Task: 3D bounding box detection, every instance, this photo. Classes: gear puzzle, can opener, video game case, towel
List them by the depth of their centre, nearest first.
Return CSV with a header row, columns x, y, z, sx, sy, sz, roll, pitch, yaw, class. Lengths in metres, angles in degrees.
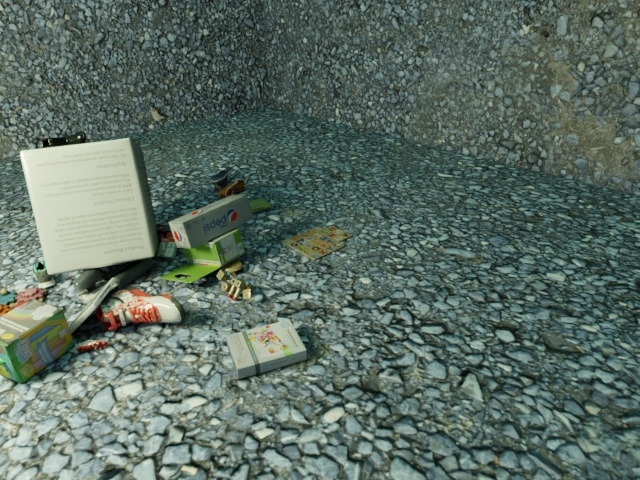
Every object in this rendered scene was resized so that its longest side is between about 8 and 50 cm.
x,y,z,sx,sy,sz,roll,pitch,yaw,class
-0.673,0.195,1.388,0.157,0.019,0.143,-41,20,20,video game case
-0.940,0.233,1.403,0.175,0.044,0.339,-9,28,-14,gear puzzle
-0.683,0.108,1.576,0.075,0.095,0.283,12,30,24,can opener
-0.301,-0.151,2.133,0.148,0.027,0.110,-17,30,-26,towel

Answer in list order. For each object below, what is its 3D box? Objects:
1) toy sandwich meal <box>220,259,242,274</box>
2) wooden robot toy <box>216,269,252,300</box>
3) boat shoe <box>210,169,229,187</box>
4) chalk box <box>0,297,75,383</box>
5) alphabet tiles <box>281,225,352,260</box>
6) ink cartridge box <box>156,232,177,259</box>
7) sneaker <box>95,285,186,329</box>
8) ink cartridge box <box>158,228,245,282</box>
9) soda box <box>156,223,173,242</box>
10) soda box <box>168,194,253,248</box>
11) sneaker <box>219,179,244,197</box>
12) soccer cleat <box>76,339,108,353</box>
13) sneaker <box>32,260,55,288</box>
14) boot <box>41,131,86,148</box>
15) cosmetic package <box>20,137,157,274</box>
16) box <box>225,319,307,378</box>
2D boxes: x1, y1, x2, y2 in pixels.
x,y,z,sx,sy,sz,roll,pitch,yaw,class
-0.314,0.095,1.662,0.085,0.029,0.086,2,29,-1,toy sandwich meal
-0.260,0.154,1.532,0.173,0.076,0.079,21,0,36,wooden robot toy
-0.500,-0.300,2.384,0.066,0.066,0.183,6,23,9,boat shoe
-0.784,0.272,1.232,0.132,0.132,0.213,13,32,23,chalk box
0.000,0.000,1.849,0.237,0.009,0.198,-24,35,-36,alphabet tiles
-0.562,0.015,1.763,0.062,0.029,0.115,3,61,9,ink cartridge box
-0.529,0.216,1.374,0.269,0.090,0.145,11,31,29,sneaker
-0.419,0.046,1.647,0.188,0.097,0.255,3,24,38,ink cartridge box
-0.581,-0.019,1.854,0.168,0.060,0.053,10,26,19,soda box
-0.373,-0.070,1.646,0.091,0.098,0.286,5,26,42,soda box
-0.429,-0.255,2.304,0.067,0.064,0.175,2,23,28,sneaker
-0.628,0.286,1.307,0.083,0.029,0.036,-12,33,-11,soccer cleat
-0.954,0.099,1.628,0.064,0.076,0.166,-21,33,-34,sneaker
-0.844,-0.326,1.555,0.121,0.045,0.099,-11,4,31,boot
-0.760,-0.125,1.624,0.329,0.394,0.327,-10,10,-15,cosmetic package
-0.147,0.288,1.272,0.186,0.038,0.145,-10,29,-19,box
